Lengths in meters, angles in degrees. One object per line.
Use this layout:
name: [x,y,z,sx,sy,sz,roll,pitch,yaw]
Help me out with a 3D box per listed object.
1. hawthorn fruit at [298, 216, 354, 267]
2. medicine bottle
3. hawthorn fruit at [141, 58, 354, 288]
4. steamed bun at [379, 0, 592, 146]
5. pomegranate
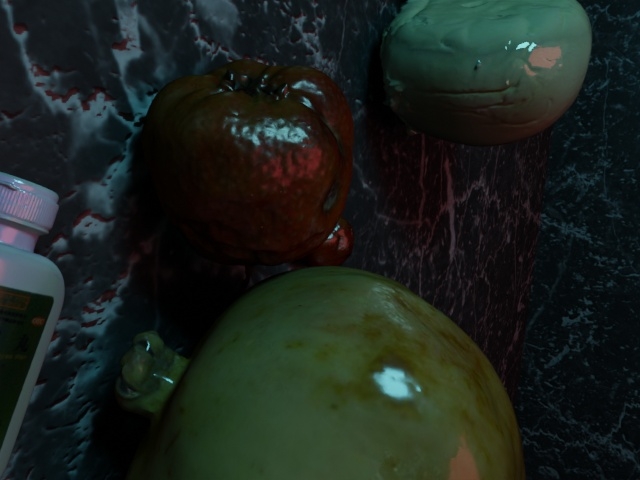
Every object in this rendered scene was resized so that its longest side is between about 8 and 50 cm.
hawthorn fruit: [0.000,0.000,0.781,0.093,0.093,0.093,-22,117,-54]
medicine bottle: [-0.250,0.061,0.388,0.115,0.078,0.219,29,74,-55]
hawthorn fruit: [-0.065,-0.047,0.562,0.207,0.207,0.243,-38,142,-47]
steamed bun: [0.270,-0.274,0.915,0.334,0.311,0.233,-49,143,-38]
pomegranate: [-0.013,0.207,0.542,0.411,0.411,0.412,-22,117,-54]
